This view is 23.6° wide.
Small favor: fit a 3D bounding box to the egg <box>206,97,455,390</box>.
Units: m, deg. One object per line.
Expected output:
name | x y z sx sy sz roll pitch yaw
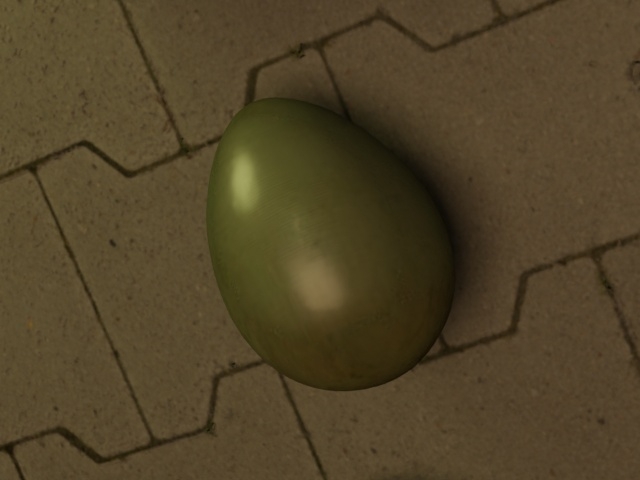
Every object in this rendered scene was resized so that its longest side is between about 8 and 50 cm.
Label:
egg | 0.000 0.000 1.439 0.218 0.218 0.295 -36 78 25
